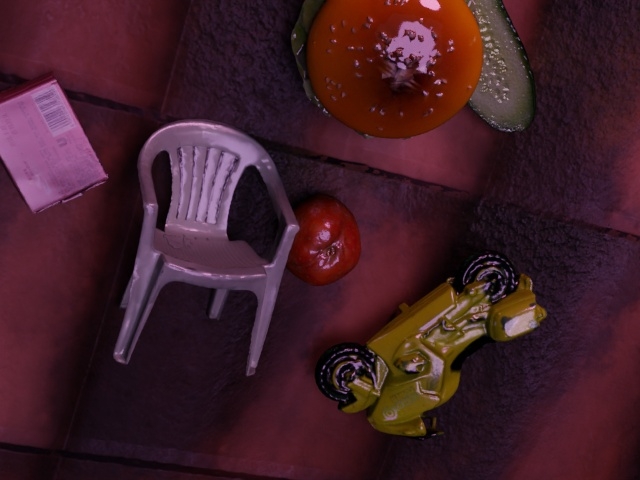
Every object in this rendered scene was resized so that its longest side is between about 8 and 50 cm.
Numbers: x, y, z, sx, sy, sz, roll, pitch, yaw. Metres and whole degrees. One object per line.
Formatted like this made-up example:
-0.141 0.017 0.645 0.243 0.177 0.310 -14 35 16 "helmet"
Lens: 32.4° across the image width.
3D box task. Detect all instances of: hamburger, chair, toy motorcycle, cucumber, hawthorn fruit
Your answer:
0.087 -0.232 1.380 0.246 0.170 0.246 -1 120 -2 "hamburger"
-0.157 0.005 1.420 0.203 0.190 0.274 10 114 -24 "chair"
0.172 0.167 1.604 0.342 0.142 0.206 -34 118 -2 "toy motorcycle"
0.220 -0.252 1.501 0.115 0.063 0.243 -22 118 15 "cucumber"
0.000 0.000 1.495 0.128 0.128 0.128 -7 112 -17 "hawthorn fruit"

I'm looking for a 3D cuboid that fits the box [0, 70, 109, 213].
-0.344 -0.120 1.361 0.111 0.060 0.156 -26 113 -9 "box"
